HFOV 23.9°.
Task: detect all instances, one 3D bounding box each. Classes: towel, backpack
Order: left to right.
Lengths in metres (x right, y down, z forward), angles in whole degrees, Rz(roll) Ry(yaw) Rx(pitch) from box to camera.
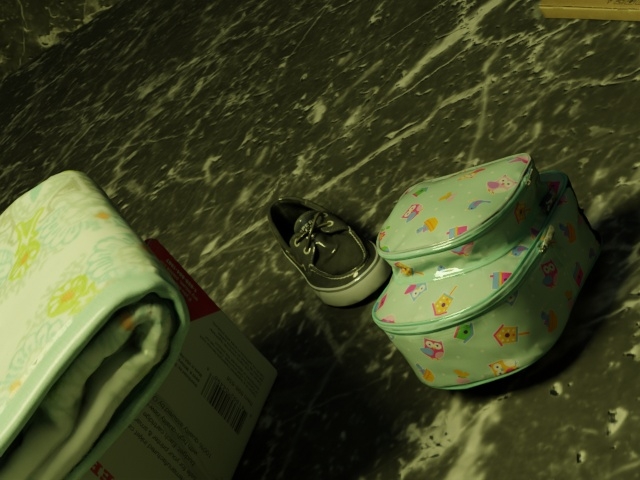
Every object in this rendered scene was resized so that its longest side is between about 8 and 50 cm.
[{"bbox_3d":[-0.283,0.125,1.245,0.374,0.090,0.320,-48,32,0],"label":"towel"},{"bbox_3d":[0.130,0.027,1.254,0.166,0.144,0.188,-13,38,36],"label":"backpack"}]

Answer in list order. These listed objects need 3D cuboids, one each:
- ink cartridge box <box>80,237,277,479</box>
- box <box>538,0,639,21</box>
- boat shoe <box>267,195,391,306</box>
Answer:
[{"bbox_3d":[-0.176,0.166,1.380,0.114,0.197,0.273,-22,29,35],"label":"ink cartridge box"},{"bbox_3d":[0.350,-0.302,1.653,0.164,0.021,0.201,-45,24,-12],"label":"box"},{"bbox_3d":[0.000,0.000,1.566,0.080,0.076,0.228,-41,24,-2],"label":"boat shoe"}]
